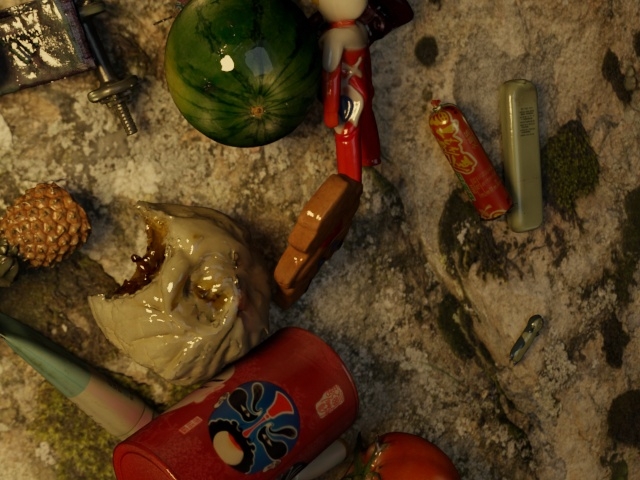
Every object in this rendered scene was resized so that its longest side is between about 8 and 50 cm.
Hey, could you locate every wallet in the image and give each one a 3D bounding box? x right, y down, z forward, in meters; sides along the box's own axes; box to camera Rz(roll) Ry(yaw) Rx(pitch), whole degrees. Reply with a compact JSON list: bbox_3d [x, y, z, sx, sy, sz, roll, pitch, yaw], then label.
[{"bbox_3d":[-0.402,-0.267,1.102,0.166,0.030,0.111,-14,112,4],"label":"wallet"}]

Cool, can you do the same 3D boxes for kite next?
[{"bbox_3d":[-0.226,-0.358,1.252,0.078,0.002,0.044,-9,100,-30],"label":"kite"}]

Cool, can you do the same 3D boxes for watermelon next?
[{"bbox_3d":[-0.113,-0.259,1.188,0.242,0.242,0.242,-4,97,-30],"label":"watermelon"}]

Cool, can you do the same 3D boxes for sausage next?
[{"bbox_3d":[0.278,-0.159,1.529,0.083,0.083,0.264,-43,112,-20],"label":"sausage"}]

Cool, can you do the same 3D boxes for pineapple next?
[{"bbox_3d":[-0.440,0.039,1.087,0.130,0.119,0.277,48,64,1],"label":"pineapple"}]

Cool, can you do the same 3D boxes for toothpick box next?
[{"bbox_3d":[-0.120,0.297,1.223,0.333,0.204,0.204,-33,112,-41],"label":"toothpick box"}]

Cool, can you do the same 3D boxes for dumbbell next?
[{"bbox_3d":[-0.324,-0.271,1.159,0.081,0.081,0.254,-29,109,-25],"label":"dumbbell"}]

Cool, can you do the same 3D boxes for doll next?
[{"bbox_3d":[0.044,-0.271,1.294,0.188,0.099,0.384,-55,146,-57],"label":"doll"},{"bbox_3d":[0.429,0.208,1.680,0.037,0.027,0.125,44,73,-34],"label":"doll"}]

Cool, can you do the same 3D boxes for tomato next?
[{"bbox_3d":[0.133,0.466,1.410,0.224,0.256,0.256,37,76,-12],"label":"tomato"}]

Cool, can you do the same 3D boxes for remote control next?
[{"bbox_3d":[0.410,-0.169,1.622,0.090,0.038,0.309,-12,102,-30],"label":"remote control"}]

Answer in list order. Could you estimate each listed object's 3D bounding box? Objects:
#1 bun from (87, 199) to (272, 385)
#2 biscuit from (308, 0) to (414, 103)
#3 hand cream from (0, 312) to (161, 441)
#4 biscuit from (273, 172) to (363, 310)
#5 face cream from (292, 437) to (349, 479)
[{"bbox_3d":[-0.186,0.081,1.205,0.281,0.205,0.281,-5,99,-31],"label":"bun"},{"bbox_3d":[0.041,-0.365,1.371,0.235,0.063,0.151,-48,115,-15],"label":"biscuit"},{"bbox_3d":[-0.358,0.201,1.186,0.070,0.111,0.312,-46,121,-8],"label":"hand cream"},{"bbox_3d":[0.000,0.000,1.256,0.047,0.334,0.202,35,70,9],"label":"biscuit"},{"bbox_3d":[-0.012,0.380,1.381,0.182,0.072,0.051,-2,74,-59],"label":"face cream"}]
